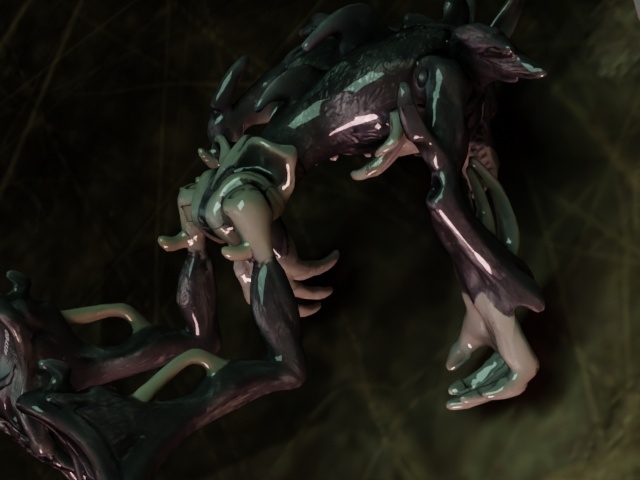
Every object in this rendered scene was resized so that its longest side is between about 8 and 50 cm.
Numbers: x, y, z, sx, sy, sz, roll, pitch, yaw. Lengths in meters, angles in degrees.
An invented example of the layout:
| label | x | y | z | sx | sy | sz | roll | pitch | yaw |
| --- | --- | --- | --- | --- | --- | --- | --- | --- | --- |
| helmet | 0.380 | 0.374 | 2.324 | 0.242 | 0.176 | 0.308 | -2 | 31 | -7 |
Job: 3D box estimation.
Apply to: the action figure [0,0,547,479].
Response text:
| label | x | y | z | sx | sy | sz | roll | pitch | yaw |
| --- | --- | --- | --- | --- | --- | --- | --- | --- | --- |
| action figure | 0.000 | 0.000 | 0.643 | 0.275 | 0.141 | 0.164 | -43 | 33 | -19 |

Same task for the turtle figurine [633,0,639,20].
| label | x | y | z | sx | sy | sz | roll | pitch | yaw |
| --- | --- | --- | --- | --- | --- | --- | --- | --- | --- |
| turtle figurine | 0.087 | -0.226 | 0.630 | 0.266 | 0.198 | 0.275 | 29 | 87 | 48 |
